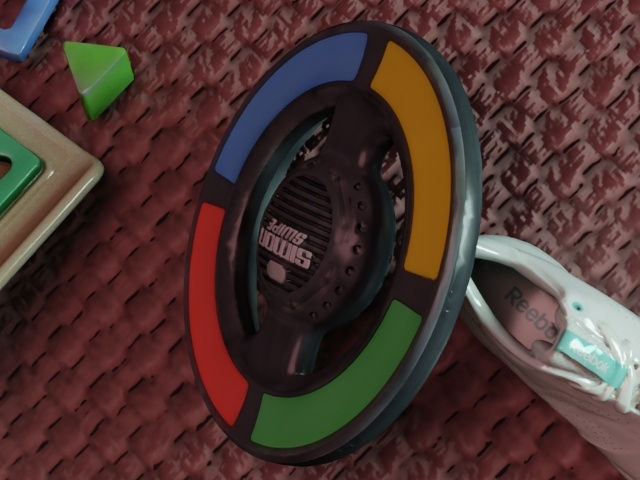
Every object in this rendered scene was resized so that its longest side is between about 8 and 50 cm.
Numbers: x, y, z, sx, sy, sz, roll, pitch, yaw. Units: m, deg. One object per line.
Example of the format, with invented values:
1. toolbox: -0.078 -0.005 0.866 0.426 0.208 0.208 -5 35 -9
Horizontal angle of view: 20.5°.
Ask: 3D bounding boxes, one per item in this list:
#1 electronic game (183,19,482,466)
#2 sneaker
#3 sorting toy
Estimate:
1. electronic game: 0.000 0.000 0.896 0.229 0.048 0.229 -22 61 48
2. sneaker: 0.141 0.065 0.850 0.212 0.094 0.080 33 90 24
3. sorting toy: -0.250 -0.031 0.985 0.196 0.047 0.347 34 71 17
